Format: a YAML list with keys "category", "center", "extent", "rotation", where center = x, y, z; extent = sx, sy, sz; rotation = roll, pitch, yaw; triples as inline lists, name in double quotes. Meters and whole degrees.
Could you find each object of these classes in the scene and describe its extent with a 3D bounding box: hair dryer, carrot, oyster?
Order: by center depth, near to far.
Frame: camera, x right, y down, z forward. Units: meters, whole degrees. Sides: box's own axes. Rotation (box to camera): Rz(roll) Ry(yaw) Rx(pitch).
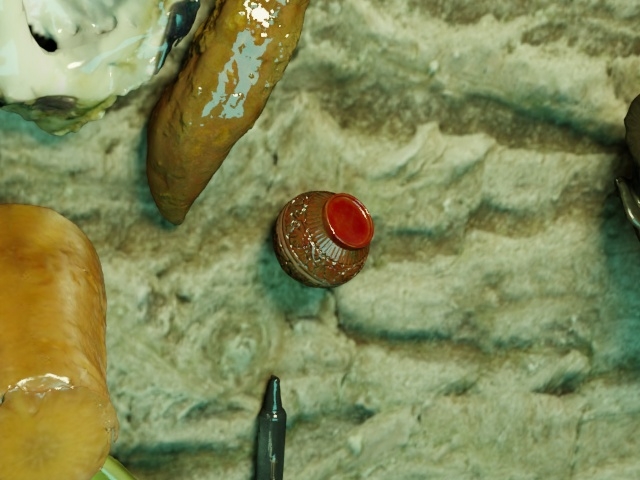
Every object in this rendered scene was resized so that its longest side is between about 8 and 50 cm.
- category: "oyster"
  center: [-0.217, -0.247, 1.655]
  extent: [0.238, 0.115, 0.351]
  rotation: [-3, 120, -27]
- category: "carrot"
  center: [-0.271, 0.102, 1.716]
  extent: [0.196, 0.254, 0.196]
  rotation: [-8, 121, -15]
- category: "hair dryer"
  center: [-0.035, 0.237, 1.979]
  extent: [0.173, 0.050, 0.195]
  rotation: [9, 108, -25]

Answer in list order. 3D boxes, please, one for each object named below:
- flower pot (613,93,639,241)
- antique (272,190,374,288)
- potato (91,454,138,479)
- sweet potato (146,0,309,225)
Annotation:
- category: "flower pot"
  center: [0.438, -0.040, 1.866]
  extent: [0.302, 0.213, 0.302]
  rotation: [0, 152, 0]
- category: "antique"
  center: [0.000, 0.000, 1.847]
  extent: [0.104, 0.104, 0.104]
  rotation: [-7, 116, -15]
- category: "potato"
  center: [-0.212, 0.293, 1.936]
  extent: [0.119, 0.054, 0.198]
  rotation: [-24, 113, 16]
- category: "sweet potato"
  center: [-0.082, -0.159, 1.743]
  extent: [0.354, 0.095, 0.106]
  rotation: [-61, 158, 17]
